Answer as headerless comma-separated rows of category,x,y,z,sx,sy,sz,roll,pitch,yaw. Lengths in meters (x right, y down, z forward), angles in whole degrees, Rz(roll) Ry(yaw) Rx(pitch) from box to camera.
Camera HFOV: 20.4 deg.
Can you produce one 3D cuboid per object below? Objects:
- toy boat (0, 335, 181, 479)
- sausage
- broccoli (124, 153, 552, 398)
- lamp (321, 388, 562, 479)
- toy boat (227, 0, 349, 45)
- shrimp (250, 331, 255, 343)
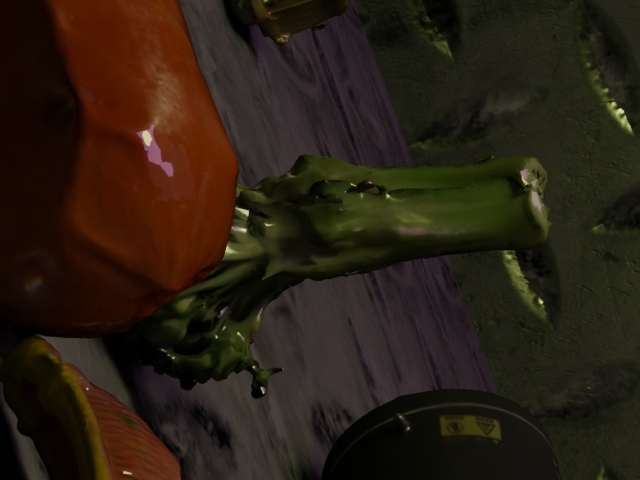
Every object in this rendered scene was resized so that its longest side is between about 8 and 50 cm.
toy boat,-0.109,0.171,0.819,0.318,0.099,0.141,-100,-167,-44
sausage,-0.137,-0.071,0.964,0.141,0.153,0.268,34,31,-50
broccoli,-0.001,-0.007,1.154,0.145,0.304,0.165,-96,178,-58
lamp,0.107,0.247,1.443,0.374,0.205,0.272,84,-3,-57
toy boat,-0.068,-0.385,2.096,0.445,0.136,0.162,-105,174,-53
shrimp,-0.076,0.032,1.426,0.236,0.053,0.133,-95,-179,-69
